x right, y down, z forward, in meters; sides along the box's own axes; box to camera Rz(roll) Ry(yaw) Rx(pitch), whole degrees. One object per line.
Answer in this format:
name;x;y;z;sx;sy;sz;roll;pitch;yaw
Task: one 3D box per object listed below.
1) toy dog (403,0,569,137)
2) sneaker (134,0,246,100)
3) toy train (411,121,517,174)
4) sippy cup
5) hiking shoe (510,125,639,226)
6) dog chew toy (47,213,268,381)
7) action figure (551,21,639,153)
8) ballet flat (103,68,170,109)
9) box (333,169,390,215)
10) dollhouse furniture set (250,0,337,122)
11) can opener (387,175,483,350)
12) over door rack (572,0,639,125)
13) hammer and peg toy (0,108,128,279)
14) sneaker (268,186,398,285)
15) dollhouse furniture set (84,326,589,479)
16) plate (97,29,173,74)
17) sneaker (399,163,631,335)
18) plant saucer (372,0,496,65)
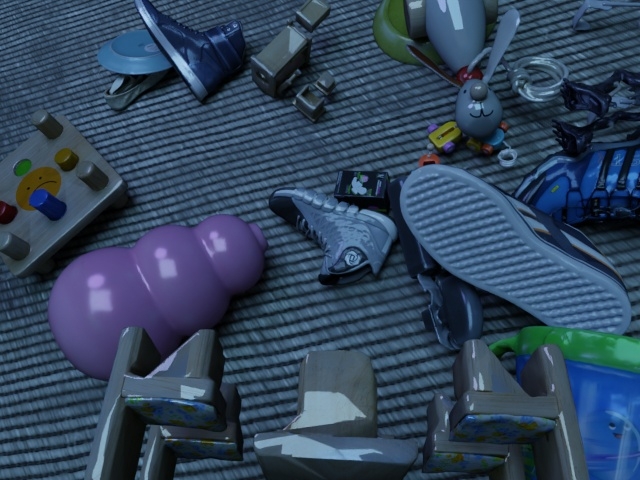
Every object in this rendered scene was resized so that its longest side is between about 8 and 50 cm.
toy dog;0.234;-0.343;0.915;0.220;0.161;0.334;-29;58;-1
sneaker;-0.249;-0.419;1.138;0.163;0.086;0.226;-38;99;-4
toy train;0.232;-0.138;0.931;0.166;0.046;0.125;-9;63;14
sippy cup;0.322;0.232;0.630;0.240;0.305;0.224;20;78;-21
hiking shoe;0.413;-0.075;0.791;0.304;0.113;0.132;-25;39;3
dog chew toy;-0.234;0.070;0.871;0.331;0.207;0.207;-30;60;-10
action figure;0.454;-0.210;0.744;0.275;0.164;0.141;-15;47;5
ballet flat;-0.385;-0.342;1.195;0.168;0.052;0.057;-46;60;-10
box;0.071;-0.078;0.932;0.083;0.062;0.052;4;64;18
dollhouse furniture set;-0.014;-0.338;1.090;0.161;0.101;0.182;41;79;3
can opener;0.172;0.026;0.832;0.093;0.074;0.280;-38;56;38
over door rack;0.584;-0.307;0.882;0.324;0.108;0.240;-1;63;15
hammer and peg toy;-0.555;-0.050;1.054;0.361;0.127;0.266;-44;63;-9
sneaker;0.000;0.000;0.902;0.228;0.086;0.132;16;71;21
dollhouse furniture set;0.010;0.282;0.548;0.362;0.394;0.257;2;58;1
plate;-0.379;-0.409;1.204;0.188;0.024;0.188;1;45;-1
sneaker;0.253;0.008;0.757;0.321;0.127;0.126;38;118;8
plant saucer;0.216;-0.441;1.090;0.240;0.037;0.241;-6;63;12
